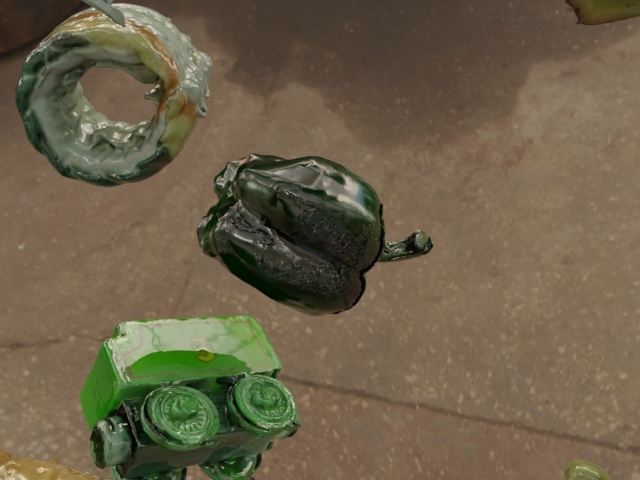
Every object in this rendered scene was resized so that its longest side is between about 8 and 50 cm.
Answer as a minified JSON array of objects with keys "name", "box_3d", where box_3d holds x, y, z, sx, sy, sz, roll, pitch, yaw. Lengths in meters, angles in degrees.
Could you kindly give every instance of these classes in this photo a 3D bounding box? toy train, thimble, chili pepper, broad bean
[{"name":"toy train","box_3d":[-0.146,0.179,0.780,0.243,0.132,0.188,1,41,-40]},{"name":"thimble","box_3d":[-0.308,-0.222,1.064,0.288,0.254,0.167,-13,33,14]},{"name":"chili pepper","box_3d":[0.000,0.000,0.761,0.174,0.261,0.165,-6,63,59]},{"name":"broad bean","box_3d":[0.339,0.304,0.878,0.063,0.083,0.045,21,95,31]}]

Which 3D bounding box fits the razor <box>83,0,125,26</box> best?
[{"name":"razor","box_3d":[-0.196,-0.361,0.869,0.111,0.056,0.278,34,53,18]}]

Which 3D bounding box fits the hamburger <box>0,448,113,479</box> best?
[{"name":"hamburger","box_3d":[-0.130,0.204,0.394,0.283,0.259,0.144,29,66,-22]}]

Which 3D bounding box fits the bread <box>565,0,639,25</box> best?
[{"name":"bread","box_3d":[0.285,-0.254,0.523,0.236,0.236,0.070,-11,72,6]}]
